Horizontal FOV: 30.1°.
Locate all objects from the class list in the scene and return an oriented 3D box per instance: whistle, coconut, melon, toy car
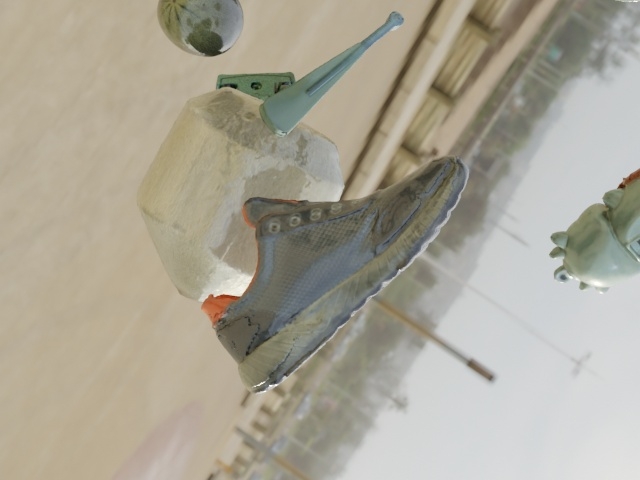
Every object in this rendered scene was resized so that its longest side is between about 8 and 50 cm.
[{"bbox_3d":[0.366,-0.025,1.340,0.253,0.105,0.102,-37,142,25],"label":"whistle"},{"bbox_3d":[-0.106,-0.044,1.469,0.237,0.237,0.265,-29,142,-80],"label":"coconut"},{"bbox_3d":[-0.144,-0.271,1.424,0.098,0.098,0.131,-57,161,2],"label":"melon"},{"bbox_3d":[-0.099,-0.128,1.866,0.097,0.141,0.320,92,-5,-56],"label":"toy car"}]

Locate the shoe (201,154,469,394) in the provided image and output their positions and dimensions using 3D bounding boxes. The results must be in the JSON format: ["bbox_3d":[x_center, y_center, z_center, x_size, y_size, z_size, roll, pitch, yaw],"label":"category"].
[{"bbox_3d":[0.000,0.000,1.279,0.336,0.171,0.132,-44,175,8],"label":"shoe"}]

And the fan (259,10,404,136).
[{"bbox_3d":[0.015,-0.165,1.133,0.193,0.038,0.016,-43,-172,-28],"label":"fan"}]
